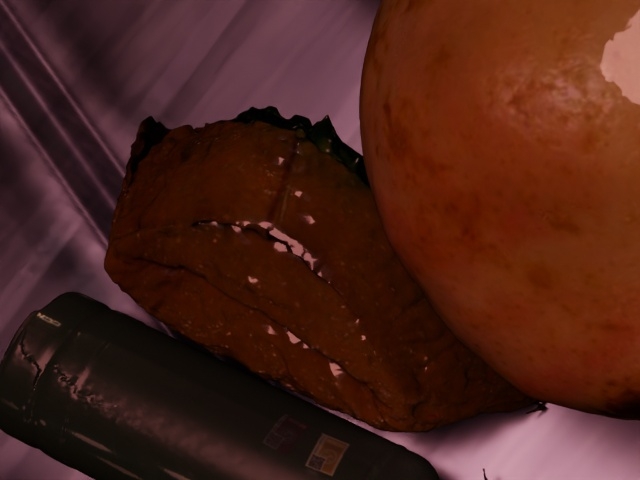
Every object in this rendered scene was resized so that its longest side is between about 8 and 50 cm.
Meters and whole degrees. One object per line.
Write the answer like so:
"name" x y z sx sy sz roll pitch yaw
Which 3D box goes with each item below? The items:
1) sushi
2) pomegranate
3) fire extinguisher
"sushi" 0.000 0.001 1.038 0.287 0.140 0.149 22 124 18
"pomegranate" 0.186 -0.074 0.900 0.343 0.342 0.342 -3 77 14
"fire extinguisher" -0.027 0.126 1.036 0.311 0.095 0.114 26 55 19
